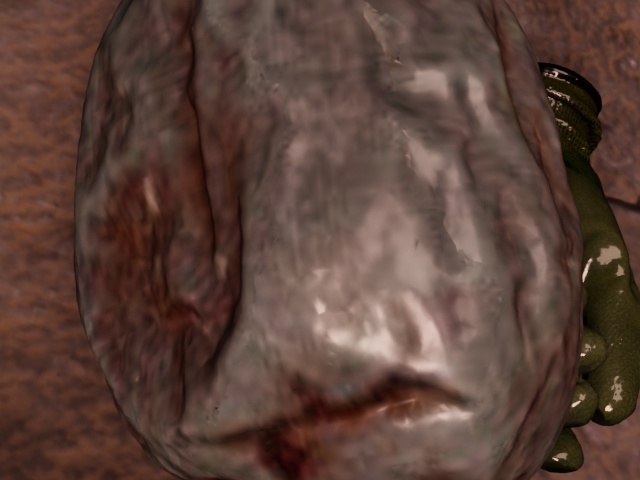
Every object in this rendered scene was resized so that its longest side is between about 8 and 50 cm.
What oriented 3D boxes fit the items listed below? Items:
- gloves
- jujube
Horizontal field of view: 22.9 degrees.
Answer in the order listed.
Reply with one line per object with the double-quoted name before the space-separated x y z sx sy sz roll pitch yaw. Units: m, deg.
"gloves" 0.122 0.014 0.884 0.135 0.107 0.268 26 41 -21
"jujube" 0.008 0.001 0.752 0.215 0.246 0.308 11 67 -42
